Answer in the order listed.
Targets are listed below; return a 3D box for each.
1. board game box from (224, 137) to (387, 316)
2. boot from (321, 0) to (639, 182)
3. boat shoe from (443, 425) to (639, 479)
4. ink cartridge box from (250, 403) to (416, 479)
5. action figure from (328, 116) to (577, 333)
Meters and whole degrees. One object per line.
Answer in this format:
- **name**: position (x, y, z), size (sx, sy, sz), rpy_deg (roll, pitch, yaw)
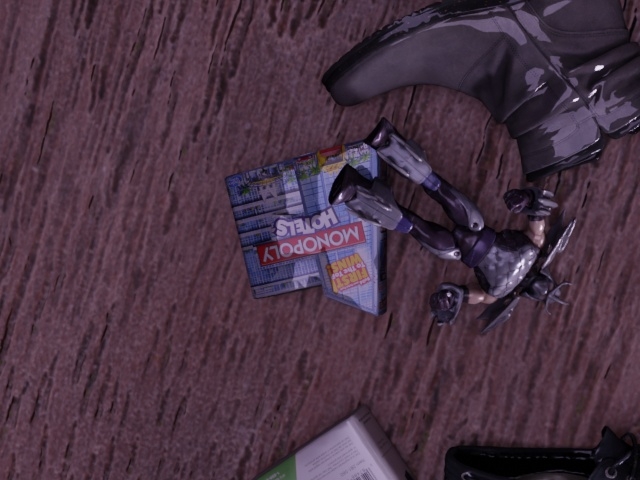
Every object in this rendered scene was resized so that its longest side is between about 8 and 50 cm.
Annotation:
- **board game box**: position (0.000, 0.000, 1.452), size (0.194, 0.060, 0.194), rpy_deg (-14, 89, 14)
- **boot**: position (0.185, -0.157, 1.376), size (0.338, 0.118, 0.222), rpy_deg (-23, 93, 18)
- **boat shoe**: position (0.289, 0.251, 1.361), size (0.340, 0.127, 0.113), rpy_deg (-4, 104, 23)
- **ink cartridge box**: position (0.041, 0.320, 1.441), size (0.160, 0.092, 0.219), rpy_deg (-35, 85, 13)
- **action figure**: position (0.149, -0.006, 1.376), size (0.285, 0.099, 0.185), rpy_deg (34, 97, -9)
